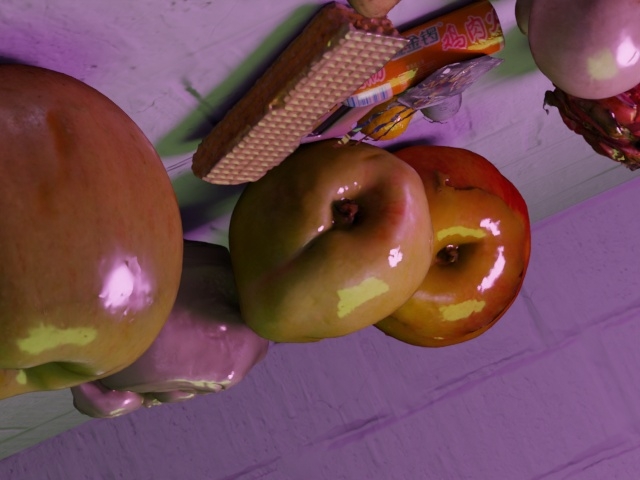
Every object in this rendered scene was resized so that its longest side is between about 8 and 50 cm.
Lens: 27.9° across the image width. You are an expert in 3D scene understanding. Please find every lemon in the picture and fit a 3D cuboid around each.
[{"bbox_3d":[0.094,-0.174,1.813,0.092,0.065,0.065,-16,168,-8],"label":"lemon"}]

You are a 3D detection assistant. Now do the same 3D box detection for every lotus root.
[{"bbox_3d":[0.053,-0.264,1.295,0.072,0.063,0.152,-50,161,0],"label":"lotus root"}]

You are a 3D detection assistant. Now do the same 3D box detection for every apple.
[{"bbox_3d":[-0.305,0.006,1.227,0.338,0.305,0.338,-22,171,-4],"label":"apple"}]

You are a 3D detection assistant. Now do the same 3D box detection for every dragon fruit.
[{"bbox_3d":[0.461,-0.234,1.828,0.269,0.250,0.291,-43,161,4],"label":"dragon fruit"}]

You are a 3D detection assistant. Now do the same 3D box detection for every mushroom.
[{"bbox_3d":[0.320,-0.276,1.550,0.204,0.204,0.204,-22,169,-4],"label":"mushroom"}]

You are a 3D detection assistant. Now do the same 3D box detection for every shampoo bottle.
[{"bbox_3d":[0.157,-0.217,1.734,0.072,0.072,0.214,-23,169,3],"label":"shampoo bottle"}]

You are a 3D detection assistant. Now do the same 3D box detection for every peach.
[{"bbox_3d":[0.006,-0.003,1.870,0.314,0.281,0.315,-25,178,-8],"label":"peach"},{"bbox_3d":[0.179,0.001,2.176,0.370,0.370,0.370,-22,169,-4],"label":"peach"}]

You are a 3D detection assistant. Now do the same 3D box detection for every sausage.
[{"bbox_3d":[0.108,-0.223,1.588,0.234,0.071,0.071,-23,169,-2],"label":"sausage"}]

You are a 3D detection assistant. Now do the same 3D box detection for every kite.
[{"bbox_3d":[0.120,-0.175,1.645,0.245,0.015,0.141,-30,166,39],"label":"kite"}]

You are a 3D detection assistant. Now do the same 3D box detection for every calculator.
[{"bbox_3d":[-0.028,-0.166,1.700,0.236,0.033,0.157,-12,165,-37],"label":"calculator"}]

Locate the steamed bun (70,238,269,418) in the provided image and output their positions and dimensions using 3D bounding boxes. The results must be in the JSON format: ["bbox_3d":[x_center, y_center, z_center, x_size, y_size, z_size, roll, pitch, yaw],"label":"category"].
[{"bbox_3d":[-0.254,0.118,2.016,0.342,0.255,0.367,-18,-173,1],"label":"steamed bun"}]

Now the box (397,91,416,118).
[{"bbox_3d":[0.111,-0.188,1.887,0.054,0.024,0.083,-22,169,4],"label":"box"}]

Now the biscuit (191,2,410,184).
[{"bbox_3d":[-0.038,-0.165,1.535,0.094,0.054,0.379,2,155,-32],"label":"biscuit"}]
